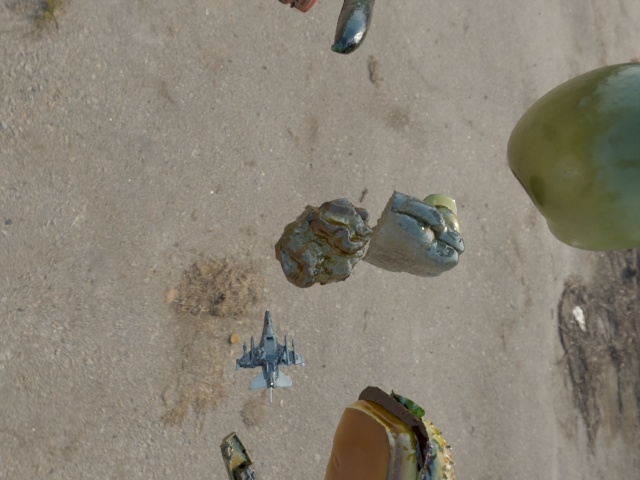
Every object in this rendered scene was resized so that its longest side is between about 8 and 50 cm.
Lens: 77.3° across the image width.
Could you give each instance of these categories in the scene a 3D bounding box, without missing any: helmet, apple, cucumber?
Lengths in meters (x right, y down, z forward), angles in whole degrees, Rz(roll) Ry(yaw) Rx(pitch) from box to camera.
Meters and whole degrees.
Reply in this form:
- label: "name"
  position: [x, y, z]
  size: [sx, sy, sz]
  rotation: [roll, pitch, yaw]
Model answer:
- label: "helmet"
  position: [0.420, -0.021, 1.407]
  size: [0.205, 0.140, 0.257]
  rotation: [11, 110, -22]
- label: "apple"
  position: [0.453, -0.151, 0.645]
  size: [0.233, 0.258, 0.295]
  rotation: [40, 36, -17]
- label: "cucumber"
  position: [0.062, -0.372, 0.638]
  size: [0.056, 0.056, 0.284]
  rotation: [37, 50, -28]

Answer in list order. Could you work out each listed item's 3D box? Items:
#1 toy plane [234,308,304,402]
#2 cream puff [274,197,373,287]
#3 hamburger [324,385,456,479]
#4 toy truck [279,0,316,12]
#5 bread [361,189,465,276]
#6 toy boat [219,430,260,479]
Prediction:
- label: "toy plane"
  position: [-0.122, 0.254, 0.949]
  size: [0.160, 0.082, 0.234]
  rotation: [-1, 56, -10]
- label: "cream puff"
  position: [0.000, 0.000, 0.484]
  size: [0.094, 0.116, 0.122]
  rotation: [31, 93, -15]
- label: "hamburger"
  position: [0.060, 0.223, 0.364]
  size: [0.087, 0.137, 0.166]
  rotation: [16, 87, -23]
- label: "toy truck"
  position: [-0.048, -0.683, 1.048]
  size: [0.114, 0.252, 0.107]
  rotation: [36, 96, -18]
- label: "bread"
  position: [0.191, 0.012, 0.841]
  size: [0.183, 0.337, 0.102]
  rotation: [25, 78, 6]
- label: "toy boat"
  position: [-0.174, 0.546, 0.932]
  size: [0.064, 0.072, 0.206]
  rotation: [-25, 95, -40]
